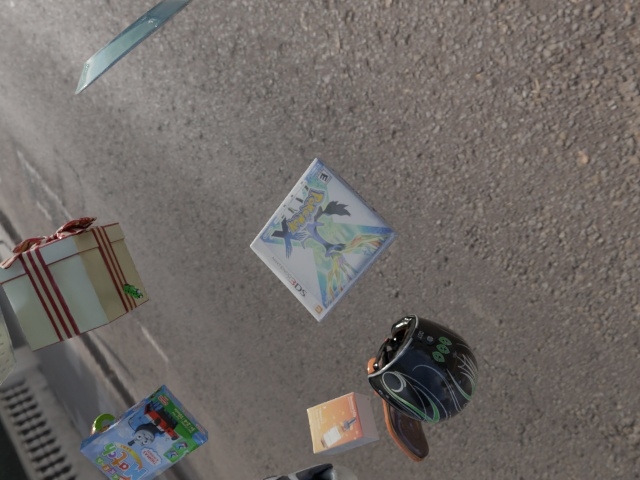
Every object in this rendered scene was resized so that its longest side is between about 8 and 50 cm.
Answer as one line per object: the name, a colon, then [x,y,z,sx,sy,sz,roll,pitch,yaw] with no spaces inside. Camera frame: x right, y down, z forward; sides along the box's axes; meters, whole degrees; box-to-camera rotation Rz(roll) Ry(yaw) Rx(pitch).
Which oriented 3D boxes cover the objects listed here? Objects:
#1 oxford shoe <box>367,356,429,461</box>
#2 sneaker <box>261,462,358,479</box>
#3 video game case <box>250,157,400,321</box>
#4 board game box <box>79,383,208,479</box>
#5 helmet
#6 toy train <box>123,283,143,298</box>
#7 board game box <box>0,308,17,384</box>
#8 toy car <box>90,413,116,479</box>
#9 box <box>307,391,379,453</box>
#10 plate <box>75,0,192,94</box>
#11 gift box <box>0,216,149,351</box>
oxford shoe: [0.210,0.403,1.398,0.098,0.097,0.271,-25,90,28]
sneaker: [0.014,0.474,1.099,0.153,0.235,0.094,-25,57,47]
video game case: [0.000,0.000,1.534,0.300,0.036,0.329,46,112,17]
board game box: [-0.375,0.431,1.246,0.160,0.211,0.039,56,179,-22]
helmet: [0.176,0.217,0.949,0.161,0.169,0.169,38,144,-6]
toy train: [-0.439,0.118,1.355,0.083,0.017,0.023,11,109,46]
board game box: [-0.830,0.332,1.242,0.050,0.390,0.390,26,140,2]
toy car: [-0.501,0.540,1.420,0.155,0.149,0.188,120,157,-57]
box: [0.063,0.526,1.659,0.170,0.091,0.130,-29,56,25]
plate: [-0.233,-0.246,0.707,0.188,0.188,0.024,0,135,53]
gift box: [-0.599,0.090,1.401,0.276,0.255,0.258,-56,-55,-83]
